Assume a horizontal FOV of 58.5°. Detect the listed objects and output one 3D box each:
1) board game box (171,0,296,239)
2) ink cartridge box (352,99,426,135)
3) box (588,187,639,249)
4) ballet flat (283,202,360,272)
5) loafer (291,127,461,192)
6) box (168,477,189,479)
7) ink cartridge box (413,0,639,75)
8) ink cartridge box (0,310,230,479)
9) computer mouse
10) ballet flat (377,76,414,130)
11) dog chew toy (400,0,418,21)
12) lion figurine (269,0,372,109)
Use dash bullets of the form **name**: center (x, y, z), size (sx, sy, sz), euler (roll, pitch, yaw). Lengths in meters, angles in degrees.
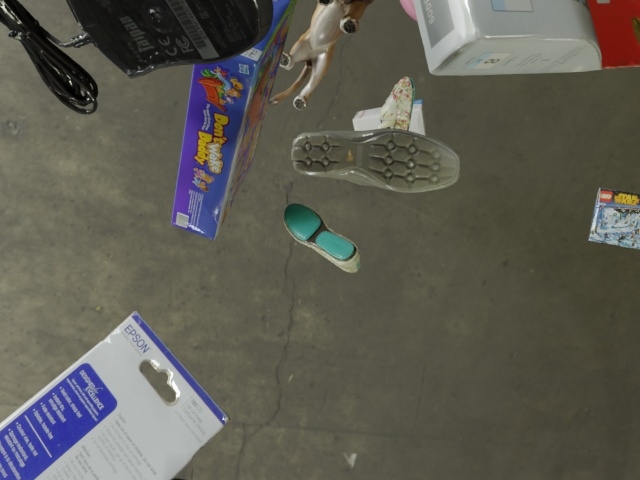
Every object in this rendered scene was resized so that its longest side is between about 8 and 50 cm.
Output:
- **board game box**: center (-0.136, -0.200, 0.885), size (0.078, 0.233, 0.347), euler (20, 138, -4)
- **ink cartridge box**: center (0.199, -0.334, 1.620), size (0.191, 0.139, 0.082), euler (-8, 112, 15)
- **box**: center (0.535, -0.032, 0.967), size (0.137, 0.027, 0.094), euler (12, 91, 20)
- **ballet flat**: center (0.000, 0.000, 0.917), size (0.057, 0.168, 0.052), euler (-42, 143, -10)
- **loafer**: center (0.101, -0.151, 1.034), size (0.319, 0.111, 0.112), euler (13, 105, 26)
- **box**: center (-0.143, 0.299, 0.428), size (0.036, 0.207, 0.114), euler (-7, 169, 35)
- **ink cartridge box**: center (0.267, -0.349, 0.643), size (0.385, 0.091, 0.308), euler (-9, 83, -22)
- **ink cartridge box**: center (-0.250, 0.236, 0.529), size (0.333, 0.165, 0.065), euler (-41, 152, -15)
- **computer mouse**: center (-0.163, -0.206, 0.431), size (0.262, 0.060, 0.184), euler (-7, 135, 34)
- **ballet flat**: center (0.184, -0.299, 1.429), size (0.077, 0.091, 0.241), euler (-11, 144, -7)
- **dog chew toy**: center (0.289, -0.607, 1.345), size (0.207, 0.332, 0.206), euler (1, 115, 3)
- **lion figurine**: center (0.024, -0.462, 1.215), size (0.142, 0.240, 0.392), euler (38, 134, -16)
